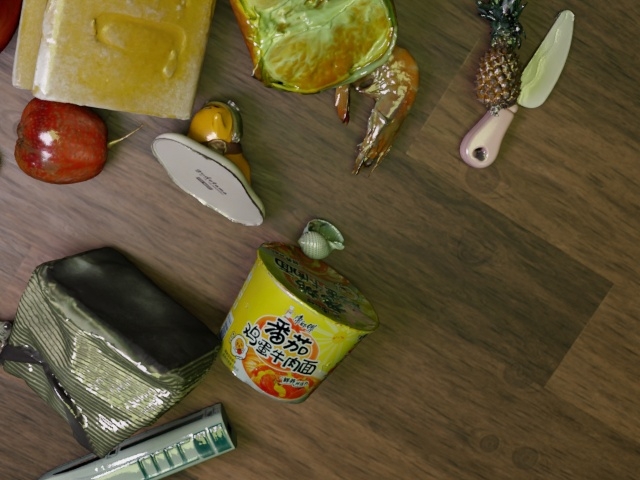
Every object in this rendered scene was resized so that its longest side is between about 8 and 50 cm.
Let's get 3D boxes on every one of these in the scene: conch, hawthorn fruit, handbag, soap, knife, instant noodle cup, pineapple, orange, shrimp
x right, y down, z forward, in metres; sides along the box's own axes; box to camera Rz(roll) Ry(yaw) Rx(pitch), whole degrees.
[{"bbox_3d":[-0.003,0.002,1.875,0.085,0.076,0.056,18,143,-35],"label":"conch"},{"bbox_3d":[-0.422,-0.167,1.751,0.203,0.162,0.162,9,103,-26],"label":"hawthorn fruit"},{"bbox_3d":[-0.374,0.197,1.761,0.341,0.247,0.240,39,112,13],"label":"handbag"},{"bbox_3d":[-0.328,-0.383,1.656,0.293,0.156,0.335,5,106,-39],"label":"soap"},{"bbox_3d":[0.379,-0.273,1.864,0.081,0.043,0.336,36,95,-13],"label":"knife"},{"bbox_3d":[-0.053,0.156,1.814,0.264,0.264,0.200,31,105,-13],"label":"instant noodle cup"},{"bbox_3d":[0.317,-0.331,1.807,0.103,0.083,0.221,4,91,-14],"label":"pineapple"},{"bbox_3d":[-0.013,-0.405,1.693,0.263,0.196,0.334,-18,123,12],"label":"orange"},{"bbox_3d":[0.093,-0.238,1.830,0.150,0.068,0.248,13,97,3],"label":"shrimp"}]

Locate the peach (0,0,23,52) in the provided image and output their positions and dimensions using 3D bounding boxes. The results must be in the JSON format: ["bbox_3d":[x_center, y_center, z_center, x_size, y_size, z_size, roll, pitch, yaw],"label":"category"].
[{"bbox_3d":[-0.651,-0.378,1.589,0.338,0.281,0.281,-31,106,-19],"label":"peach"}]

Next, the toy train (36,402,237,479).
[{"bbox_3d":[-0.361,0.431,1.919,0.407,0.088,0.086,-22,105,0],"label":"toy train"}]

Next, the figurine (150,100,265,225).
[{"bbox_3d":[-0.172,-0.152,1.810,0.250,0.167,0.141,49,56,-38],"label":"figurine"}]

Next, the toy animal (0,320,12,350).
[{"bbox_3d":[-0.672,0.155,1.828,0.217,0.073,0.176,-25,120,4],"label":"toy animal"}]
